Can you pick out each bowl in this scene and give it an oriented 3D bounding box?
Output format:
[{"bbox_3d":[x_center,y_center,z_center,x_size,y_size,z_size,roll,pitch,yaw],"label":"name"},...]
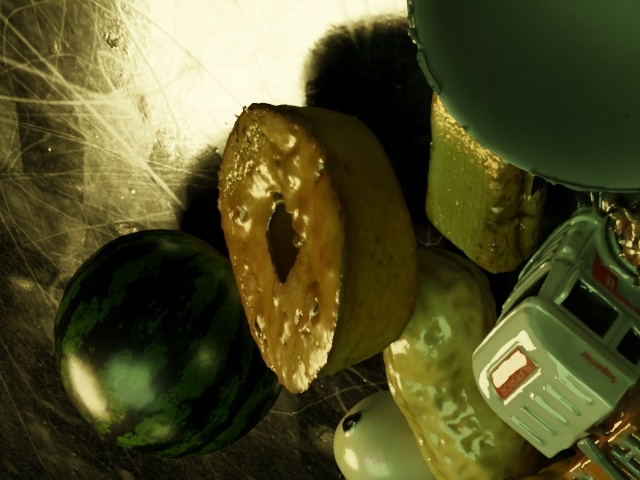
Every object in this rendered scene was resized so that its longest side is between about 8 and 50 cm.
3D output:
[{"bbox_3d":[0.211,-0.217,1.080,0.157,0.345,0.346,-107,-4,-57],"label":"bowl"}]

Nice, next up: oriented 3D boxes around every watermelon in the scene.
[{"bbox_3d":[-0.167,0.117,1.800,0.269,0.269,0.269,27,143,22],"label":"watermelon"}]

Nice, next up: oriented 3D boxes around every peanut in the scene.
[{"bbox_3d":[0.143,0.139,1.615,0.147,0.147,0.306,-5,120,48],"label":"peanut"}]

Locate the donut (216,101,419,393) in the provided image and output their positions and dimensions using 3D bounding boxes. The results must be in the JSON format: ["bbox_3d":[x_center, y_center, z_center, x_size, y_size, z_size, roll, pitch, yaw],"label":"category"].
[{"bbox_3d":[-0.001,-0.003,1.535,0.277,0.108,0.278,170,90,-66],"label":"donut"}]

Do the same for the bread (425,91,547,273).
[{"bbox_3d":[0.148,-0.074,1.398,0.114,0.083,0.211,46,153,32],"label":"bread"}]

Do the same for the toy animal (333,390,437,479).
[{"bbox_3d":[0.095,0.248,1.788,0.166,0.138,0.179,6,127,15],"label":"toy animal"}]

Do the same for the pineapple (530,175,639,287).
[{"bbox_3d":[0.255,-0.058,1.265,0.170,0.141,0.310,-36,98,18],"label":"pineapple"}]

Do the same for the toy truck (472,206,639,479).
[{"bbox_3d":[0.313,0.161,1.391,0.387,0.207,0.173,40,146,4],"label":"toy truck"}]

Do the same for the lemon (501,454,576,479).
[{"bbox_3d":[0.270,0.349,1.527,0.297,0.297,0.297,27,143,22],"label":"lemon"}]
